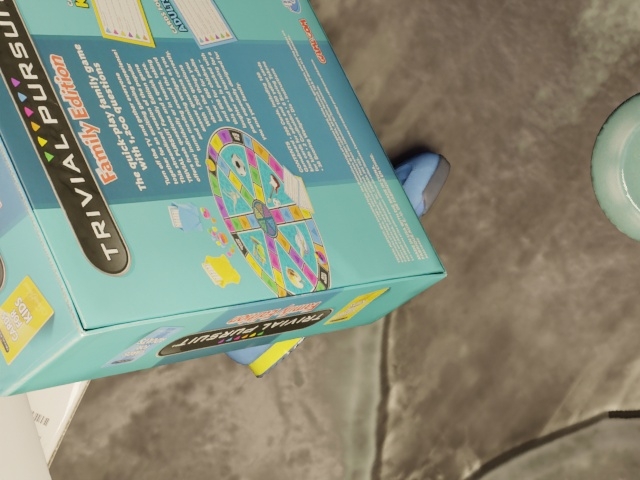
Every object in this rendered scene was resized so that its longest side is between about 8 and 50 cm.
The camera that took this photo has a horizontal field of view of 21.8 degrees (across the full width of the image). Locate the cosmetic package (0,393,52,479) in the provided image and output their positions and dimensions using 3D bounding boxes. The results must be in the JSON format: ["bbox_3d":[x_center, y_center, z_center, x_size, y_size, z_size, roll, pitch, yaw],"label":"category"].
[{"bbox_3d":[-0.424,0.105,0.944,0.393,0.327,0.329,-11,97,26],"label":"cosmetic package"}]

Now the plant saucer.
[{"bbox_3d":[0.259,-0.053,1.215,0.119,0.021,0.119,0,95,-4],"label":"plant saucer"}]

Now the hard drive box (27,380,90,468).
[{"bbox_3d":[-0.220,0.017,1.144,0.181,0.089,0.232,26,92,-7],"label":"hard drive box"}]

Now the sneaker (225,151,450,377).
[{"bbox_3d":[0.000,0.000,1.173,0.209,0.069,0.082,-44,93,0],"label":"sneaker"}]

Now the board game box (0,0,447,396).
[{"bbox_3d":[-0.096,-0.057,1.007,0.079,0.336,0.254,-36,73,34],"label":"board game box"}]
